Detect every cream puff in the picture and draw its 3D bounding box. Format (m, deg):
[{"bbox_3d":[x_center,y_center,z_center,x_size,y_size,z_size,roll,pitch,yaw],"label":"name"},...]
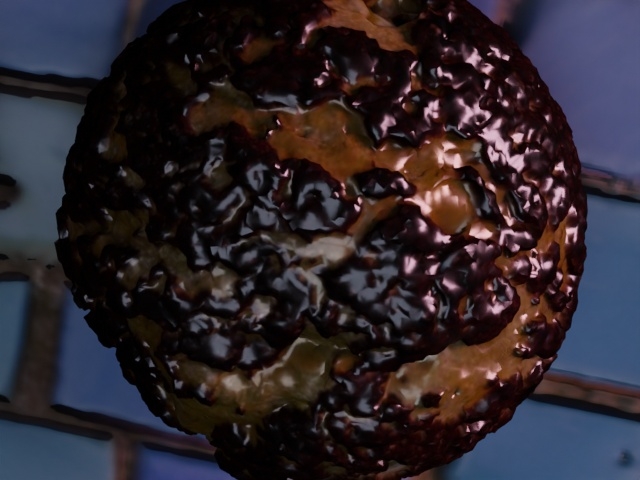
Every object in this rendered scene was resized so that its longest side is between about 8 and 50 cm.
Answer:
[{"bbox_3d":[0.000,0.000,0.681,0.239,0.165,0.239,4,116,9],"label":"cream puff"}]
